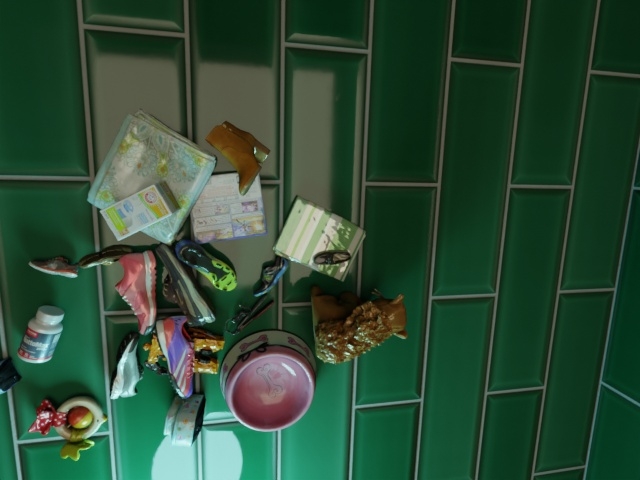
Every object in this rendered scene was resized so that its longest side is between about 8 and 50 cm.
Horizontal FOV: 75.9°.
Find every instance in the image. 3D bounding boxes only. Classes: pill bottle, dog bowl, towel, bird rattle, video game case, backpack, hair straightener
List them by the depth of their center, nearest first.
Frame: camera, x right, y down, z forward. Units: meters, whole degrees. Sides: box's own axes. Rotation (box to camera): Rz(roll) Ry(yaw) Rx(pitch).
[{"bbox_3d":[-0.577,-0.212,1.413,0.321,0.090,0.374,31,101,-6],"label":"towel"},{"bbox_3d":[-1.140,0.489,1.449,0.084,0.114,0.104,-18,105,-9],"label":"backpack"},{"bbox_3d":[-0.985,0.329,1.457,0.108,0.108,0.180,22,95,-16],"label":"pill bottle"},{"bbox_3d":[-0.348,-0.126,1.532,0.270,0.061,0.244,-8,101,-10],"label":"video game case"},{"bbox_3d":[-0.936,0.680,1.553,0.207,0.143,0.253,-40,93,-15],"label":"bird rattle"},{"bbox_3d":[-0.524,0.695,1.587,0.145,0.188,0.165,12,99,-15],"label":"backpack"},{"bbox_3d":[-0.298,0.289,1.640,0.230,0.047,0.089,-40,106,2],"label":"hair straightener"},{"bbox_3d":[0.000,0.000,1.650,0.325,0.038,0.247,25,94,-15],"label":"towel"},{"bbox_3d":[-0.201,0.577,1.657,0.408,0.150,0.407,-2,101,-11],"label":"dog bowl"}]

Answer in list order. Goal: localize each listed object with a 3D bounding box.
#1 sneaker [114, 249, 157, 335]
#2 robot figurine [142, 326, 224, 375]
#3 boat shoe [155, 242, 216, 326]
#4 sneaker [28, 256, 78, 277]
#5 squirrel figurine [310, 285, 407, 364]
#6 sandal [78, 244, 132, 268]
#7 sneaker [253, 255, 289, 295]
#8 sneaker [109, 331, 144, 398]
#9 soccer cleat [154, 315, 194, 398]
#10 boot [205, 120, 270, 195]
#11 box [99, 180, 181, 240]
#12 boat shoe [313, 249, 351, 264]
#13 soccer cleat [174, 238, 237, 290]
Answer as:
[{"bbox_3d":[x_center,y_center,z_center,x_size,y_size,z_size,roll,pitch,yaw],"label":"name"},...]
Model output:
[{"bbox_3d":[-0.667,0.190,1.484,0.136,0.116,0.313,-1,97,-27],"label":"sneaker"},{"bbox_3d":[-0.531,0.423,1.587,0.291,0.085,0.210,13,97,-15],"label":"robot figurine"},{"bbox_3d":[-0.521,0.177,1.518,0.130,0.132,0.355,-29,104,-6],"label":"boat shoe"},{"bbox_3d":[-0.938,0.086,1.456,0.158,0.061,0.064,15,70,-16],"label":"sneaker"},{"bbox_3d":[0.159,0.325,1.561,0.371,0.397,0.280,-4,97,-3],"label":"squirrel figurine"},{"bbox_3d":[-0.767,0.065,1.476,0.180,0.072,0.049,-20,134,-16],"label":"sandal"},{"bbox_3d":[-0.203,0.142,1.624,0.078,0.067,0.188,38,93,5],"label":"sneaker"},{"bbox_3d":[-0.721,0.470,1.558,0.108,0.100,0.271,11,102,-29],"label":"sneaker"},{"bbox_3d":[-0.504,0.426,1.498,0.117,0.109,0.318,-16,102,-14],"label":"soccer cleat"},{"bbox_3d":[-0.304,-0.291,1.419,0.211,0.295,0.104,29,130,-13],"label":"boot"},{"bbox_3d":[-0.584,-0.101,1.345,0.203,0.103,0.114,-24,104,4],"label":"box"},{"bbox_3d":[0.047,0.068,1.626,0.152,0.049,0.056,-12,102,-10],"label":"boat shoe"},{"bbox_3d":[-0.422,0.088,1.540,0.093,0.121,0.289,-47,129,-3],"label":"soccer cleat"}]
